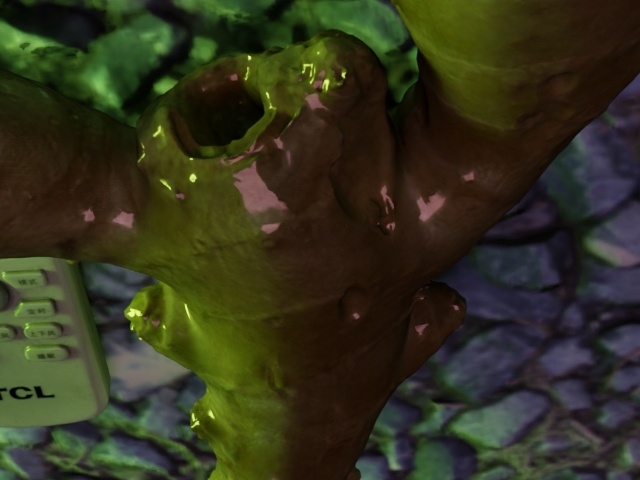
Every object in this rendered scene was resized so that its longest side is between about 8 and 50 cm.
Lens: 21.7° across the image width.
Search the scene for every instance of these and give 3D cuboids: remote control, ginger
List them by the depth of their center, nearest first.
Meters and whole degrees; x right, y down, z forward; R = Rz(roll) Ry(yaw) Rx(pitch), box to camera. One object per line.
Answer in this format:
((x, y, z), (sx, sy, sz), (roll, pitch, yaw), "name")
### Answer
((0.010, -0.018, 0.702), (0.363, 0.122, 0.348), (-26, 140, 11), "ginger")
((-0.157, 0.025, 0.798), (0.087, 0.029, 0.190), (-2, 136, 4), "remote control")
